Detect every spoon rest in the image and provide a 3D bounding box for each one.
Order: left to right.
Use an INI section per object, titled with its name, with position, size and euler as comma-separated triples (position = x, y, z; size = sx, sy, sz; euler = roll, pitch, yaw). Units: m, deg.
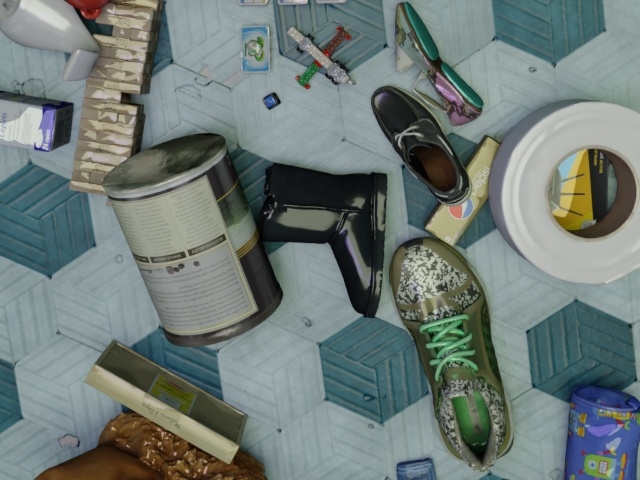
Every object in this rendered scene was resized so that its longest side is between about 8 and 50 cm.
[spoon rest]
position = -0.427, -0.338, 1.860
size = 0.276, 0.084, 0.137
euler = 46, 115, 31

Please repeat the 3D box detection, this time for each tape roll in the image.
[tape roll]
position = 0.410, -0.077, 1.857
size = 0.286, 0.100, 0.286
euler = -1, 99, -5

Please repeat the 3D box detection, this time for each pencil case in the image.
[pencil case]
position = 0.468, 0.394, 1.970
size = 0.133, 0.119, 0.306
euler = 6, 101, 25

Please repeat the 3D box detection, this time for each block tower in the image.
[block tower]
position = -0.328, -0.225, 1.913
size = 0.097, 0.091, 0.335
euler = 9, 99, 1

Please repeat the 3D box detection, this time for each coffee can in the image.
[coffee can]
position = -0.196, -0.001, 1.856
size = 0.202, 0.201, 0.275
euler = -17, 113, 5

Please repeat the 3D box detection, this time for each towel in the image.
[towel]
position = 0.170, 0.434, 2.034
size = 0.067, 0.029, 0.119
euler = -11, 99, 5

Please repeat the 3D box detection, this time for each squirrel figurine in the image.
[squirrel figurine]
position = -0.228, 0.451, 1.877
size = 0.370, 0.397, 0.281
euler = 12, 138, 25

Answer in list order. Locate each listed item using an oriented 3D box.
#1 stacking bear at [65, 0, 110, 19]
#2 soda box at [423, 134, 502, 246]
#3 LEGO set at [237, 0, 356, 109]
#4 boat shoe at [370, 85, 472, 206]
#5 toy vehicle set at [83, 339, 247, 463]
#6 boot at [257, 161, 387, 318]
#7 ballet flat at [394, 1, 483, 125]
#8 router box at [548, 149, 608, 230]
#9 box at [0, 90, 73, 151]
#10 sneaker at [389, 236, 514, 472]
[stacking bear]
position = -0.301, -0.476, 1.806
size = 0.175, 0.164, 0.289
euler = 39, 85, -26
[soda box]
position = 0.242, -0.082, 1.931
size = 0.058, 0.061, 0.181
euler = 33, 99, -3
[LEGO set]
position = -0.039, -0.334, 1.920
size = 0.183, 0.060, 0.244
euler = 1, 98, 14
[boat shoe]
position = 0.156, -0.158, 1.887
size = 0.084, 0.079, 0.233
euler = -39, 73, 16
[toy vehicle set]
position = -0.248, 0.260, 1.951
size = 0.267, 0.166, 0.035
euler = 30, 98, -3
[boot]
position = 0.000, 0.000, 1.934
size = 0.207, 0.094, 0.246
euler = 2, 93, -2
[ballet flat]
position = 0.170, -0.273, 1.903
size = 0.079, 0.077, 0.221
euler = -35, 97, 27
[router box]
position = 0.397, -0.087, 1.932
size = 0.133, 0.046, 0.178
euler = -1, 100, 1
[box]
position = -0.478, -0.193, 1.905
size = 0.137, 0.126, 0.072
euler = 9, 101, 0
[sneaker]
position = 0.224, 0.190, 1.915
size = 0.158, 0.182, 0.410
euler = -20, 98, 5
